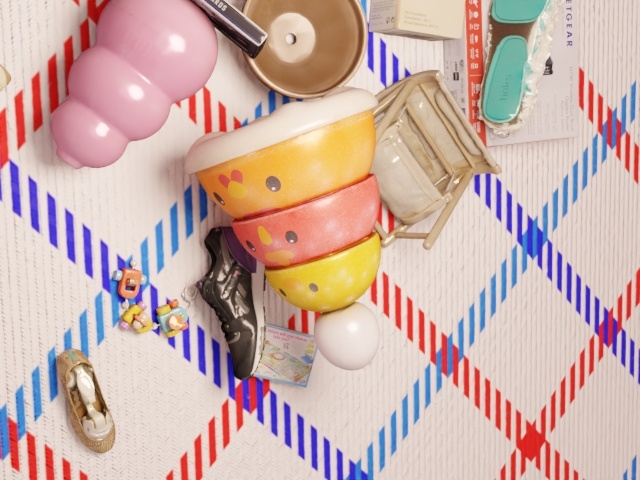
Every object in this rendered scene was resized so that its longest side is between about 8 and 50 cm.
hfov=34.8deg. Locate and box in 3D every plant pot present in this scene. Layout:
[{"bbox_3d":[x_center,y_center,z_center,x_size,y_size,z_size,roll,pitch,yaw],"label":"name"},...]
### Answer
[{"bbox_3d":[-0.041,-0.376,1.869,0.237,0.110,0.237,-2,96,-17],"label":"plant pot"}]

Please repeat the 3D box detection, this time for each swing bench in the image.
[{"bbox_3d":[0.180,-0.158,2.009,0.255,0.165,0.253,-46,115,-23],"label":"swing bench"}]

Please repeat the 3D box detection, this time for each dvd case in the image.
[{"bbox_3d":[-0.191,-0.394,1.687,0.238,0.179,0.029,39,89,-7],"label":"dvd case"}]

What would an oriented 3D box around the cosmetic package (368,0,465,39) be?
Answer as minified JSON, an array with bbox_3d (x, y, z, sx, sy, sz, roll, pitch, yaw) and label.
[{"bbox_3d":[0.198,-0.554,1.994,0.160,0.113,0.309,1,97,-29],"label":"cosmetic package"}]

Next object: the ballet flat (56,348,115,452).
[{"bbox_3d":[-0.406,0.289,1.784,0.073,0.067,0.206,-28,109,-24],"label":"ballet flat"}]

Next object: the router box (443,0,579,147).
[{"bbox_3d":[0.402,-0.373,2.148,0.301,0.082,0.335,-9,101,-28],"label":"router box"}]

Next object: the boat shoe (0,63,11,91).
[{"bbox_3d":[-0.623,-0.307,1.566,0.302,0.109,0.098,41,75,-33],"label":"boat shoe"}]

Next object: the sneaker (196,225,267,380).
[{"bbox_3d":[-0.170,0.114,1.874,0.124,0.107,0.283,4,78,-18],"label":"sneaker"}]

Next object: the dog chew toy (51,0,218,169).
[{"bbox_3d":[-0.321,-0.261,1.694,0.206,0.206,0.332,39,85,-27],"label":"dog chew toy"}]

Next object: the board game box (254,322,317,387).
[{"bbox_3d":[-0.082,0.220,1.982,0.154,0.026,0.103,18,87,-30],"label":"board game box"}]

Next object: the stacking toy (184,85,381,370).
[{"bbox_3d":[0.000,0.000,1.775,0.350,0.350,0.480,-23,97,-25],"label":"stacking toy"}]

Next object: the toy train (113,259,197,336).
[{"bbox_3d":[-0.297,0.111,1.835,0.166,0.046,0.125,17,88,-30],"label":"toy train"}]

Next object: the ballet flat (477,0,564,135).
[{"bbox_3d":[0.405,-0.407,2.042,0.147,0.147,0.409,13,93,-30],"label":"ballet flat"}]
